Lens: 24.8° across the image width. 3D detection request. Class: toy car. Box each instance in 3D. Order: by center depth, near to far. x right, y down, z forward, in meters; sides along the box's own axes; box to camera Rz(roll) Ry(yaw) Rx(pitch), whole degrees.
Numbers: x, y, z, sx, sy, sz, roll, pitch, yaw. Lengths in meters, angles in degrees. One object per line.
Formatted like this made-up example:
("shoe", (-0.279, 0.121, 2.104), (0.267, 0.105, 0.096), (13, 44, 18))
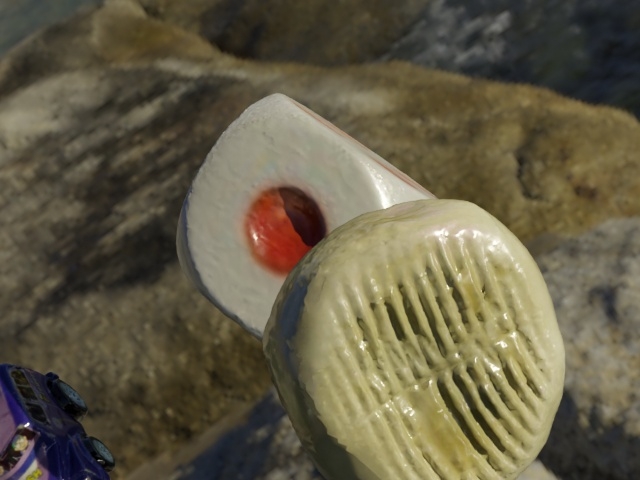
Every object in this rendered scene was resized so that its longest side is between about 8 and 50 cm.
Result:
("toy car", (-0.387, 0.275, 1.878), (0.172, 0.158, 0.235), (-44, 52, 3))

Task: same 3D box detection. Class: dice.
("dice", (0.000, 0.000, 1.680), (0.243, 0.259, 0.251), (-58, -18, 5))

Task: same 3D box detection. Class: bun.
("bun", (0.060, 0.075, 0.917), (0.178, 0.193, 0.128), (-28, 8, -7))
